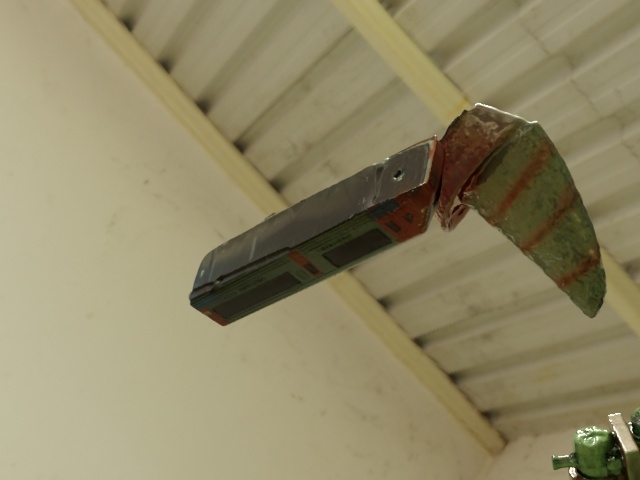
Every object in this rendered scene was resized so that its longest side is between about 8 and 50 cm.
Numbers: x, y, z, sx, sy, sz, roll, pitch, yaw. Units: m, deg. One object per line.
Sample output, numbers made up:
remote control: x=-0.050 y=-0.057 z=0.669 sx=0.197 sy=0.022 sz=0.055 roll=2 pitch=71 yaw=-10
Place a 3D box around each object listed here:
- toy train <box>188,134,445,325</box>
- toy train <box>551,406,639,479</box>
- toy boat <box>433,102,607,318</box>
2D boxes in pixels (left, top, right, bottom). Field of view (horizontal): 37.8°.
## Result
toy train: x=0.000 y=0.000 z=1.135 sx=0.409 sy=0.086 sz=0.089 roll=-26 pitch=-55 yaw=38
toy train: x=0.494 y=0.412 z=1.499 sx=0.222 sy=0.150 sz=0.304 roll=-11 pitch=-73 yaw=7
toy boat: x=0.251 y=-0.027 z=1.128 sx=0.282 sy=0.096 sz=0.206 roll=47 pitch=-46 yaw=10
